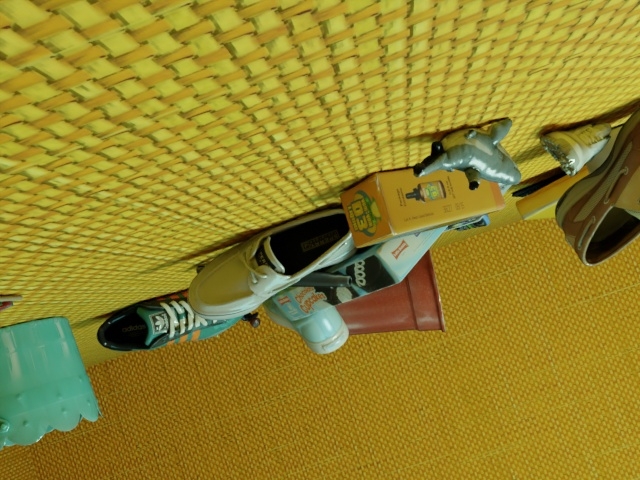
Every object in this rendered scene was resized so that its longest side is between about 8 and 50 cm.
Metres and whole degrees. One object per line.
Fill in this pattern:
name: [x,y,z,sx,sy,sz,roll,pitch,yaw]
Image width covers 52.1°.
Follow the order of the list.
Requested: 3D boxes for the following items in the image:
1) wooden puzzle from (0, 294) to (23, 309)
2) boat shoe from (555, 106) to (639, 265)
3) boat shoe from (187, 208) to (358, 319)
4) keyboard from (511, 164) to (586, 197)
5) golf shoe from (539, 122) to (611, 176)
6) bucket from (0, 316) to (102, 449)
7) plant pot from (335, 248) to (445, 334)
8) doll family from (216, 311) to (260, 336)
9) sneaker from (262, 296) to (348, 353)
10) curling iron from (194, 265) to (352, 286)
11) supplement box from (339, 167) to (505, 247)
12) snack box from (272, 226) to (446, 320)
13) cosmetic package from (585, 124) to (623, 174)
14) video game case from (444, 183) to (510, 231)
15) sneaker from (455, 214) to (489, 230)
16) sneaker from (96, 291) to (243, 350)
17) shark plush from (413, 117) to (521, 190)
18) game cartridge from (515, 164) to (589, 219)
wooden puzzle: [-0.390,0.079,0.746,0.078,0.014,0.116,-20,174,18]
boat shoe: [0.460,-0.078,0.919,0.122,0.120,0.324,9,142,-12]
boat shoe: [-0.066,0.030,0.895,0.267,0.096,0.088,-21,166,3]
keyboard: [0.554,-0.130,1.533,0.192,0.038,0.100,-23,172,42]
golf shoe: [0.352,-0.136,0.889,0.086,0.069,0.176,-40,171,21]
bucket: [-0.515,0.248,1.072,0.281,0.183,0.281,-18,173,-2]
plant pot: [0.160,0.122,1.658,0.265,0.273,0.272,-12,174,8]
doll family: [-0.221,0.169,1.509,0.193,0.076,0.111,-16,-155,-42]
sneaker: [-0.058,0.128,1.552,0.135,0.150,0.366,-34,-153,-19]
curling iron: [-0.076,0.052,0.985,0.274,0.035,0.068,-2,173,31]
supplement box: [0.138,-0.052,0.850,0.233,0.078,0.080,-12,174,-42]
snack box: [0.066,0.022,1.040,0.187,0.060,0.322,-45,-171,-33]
cosmetic package: [0.593,-0.161,1.061,0.309,0.113,0.160,-22,173,24]
video game case: [0.240,-0.056,1.193,0.190,0.022,0.173,-17,160,-17]
sneaker: [0.305,-0.048,1.389,0.078,0.067,0.188,-21,175,-5]
sneaker: [-0.290,0.160,1.287,0.302,0.108,0.121,-17,178,-1]
shark plush: [0.159,-0.084,0.679,0.073,0.067,0.161,-23,172,35]
game cartridge: [0.614,-0.140,1.402,0.323,0.053,0.285,-34,163,35]
